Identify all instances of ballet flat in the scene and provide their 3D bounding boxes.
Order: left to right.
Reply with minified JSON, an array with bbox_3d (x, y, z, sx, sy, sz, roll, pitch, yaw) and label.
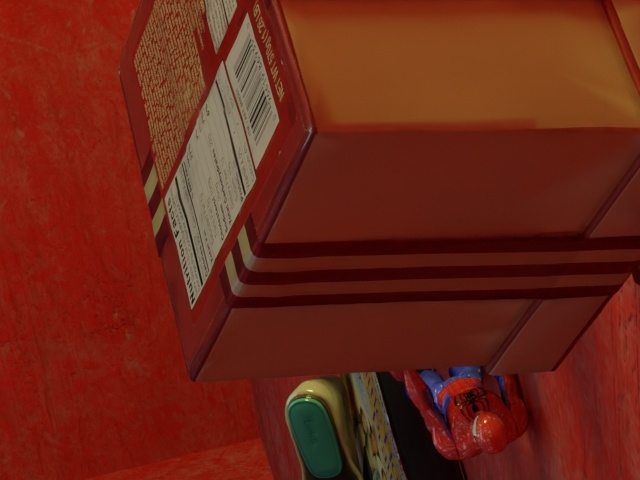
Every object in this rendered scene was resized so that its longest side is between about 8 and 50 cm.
[{"bbox_3d":[0.018,0.269,2.089,0.086,0.086,0.248,-122,22,-69],"label":"ballet flat"}]

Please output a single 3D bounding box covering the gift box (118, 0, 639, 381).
[{"bbox_3d":[0.064,-0.078,0.939,0.276,0.258,0.255,125,138,-53],"label":"gift box"}]

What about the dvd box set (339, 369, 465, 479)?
[{"bbox_3d":[0.089,0.253,2.003,0.420,0.062,0.307,97,159,-70],"label":"dvd box set"}]

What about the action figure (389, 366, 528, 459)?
[{"bbox_3d":[0.101,0.094,1.516,0.280,0.091,0.139,-125,15,-72],"label":"action figure"}]
